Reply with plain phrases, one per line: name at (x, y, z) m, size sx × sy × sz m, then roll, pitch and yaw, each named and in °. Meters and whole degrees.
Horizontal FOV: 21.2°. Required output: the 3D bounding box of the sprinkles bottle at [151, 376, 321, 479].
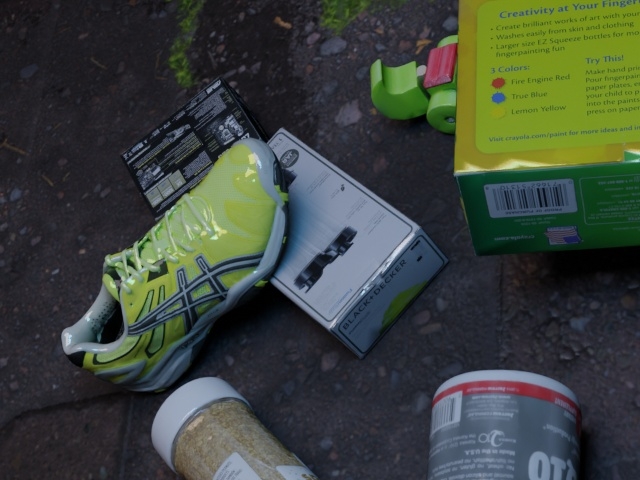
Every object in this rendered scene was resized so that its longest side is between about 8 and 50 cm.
sprinkles bottle at (-0.055, 0.298, 1.943) m, size 0.121 × 0.121 × 0.355 m, roll -47°, pitch 49°, yaw -3°

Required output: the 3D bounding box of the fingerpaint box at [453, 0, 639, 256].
fingerpaint box at (0.380, -0.184, 1.882) m, size 0.444 × 0.163 × 0.371 m, roll -4°, pitch 53°, yaw 12°

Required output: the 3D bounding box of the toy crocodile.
toy crocodile at (0.224, -0.210, 2.111) m, size 0.340 × 0.105 × 0.115 m, roll -5°, pitch 59°, yaw 29°

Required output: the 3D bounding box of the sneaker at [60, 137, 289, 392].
sneaker at (-0.174, 0.038, 2.086) m, size 0.385 × 0.147 × 0.145 m, roll -56°, pitch 48°, yaw 21°

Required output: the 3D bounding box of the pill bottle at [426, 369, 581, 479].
pill bottle at (0.186, 0.292, 1.771) m, size 0.161 × 0.161 × 0.283 m, roll -9°, pitch 57°, yaw 27°

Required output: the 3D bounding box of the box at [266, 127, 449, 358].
box at (0.000, 0.000, 2.125) m, size 0.169 × 0.087 × 0.290 m, roll -49°, pitch 48°, yaw -5°

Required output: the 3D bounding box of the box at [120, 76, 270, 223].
box at (-0.158, -0.107, 2.298) m, size 0.180 × 0.077 × 0.147 m, roll -38°, pitch 48°, yaw 5°
